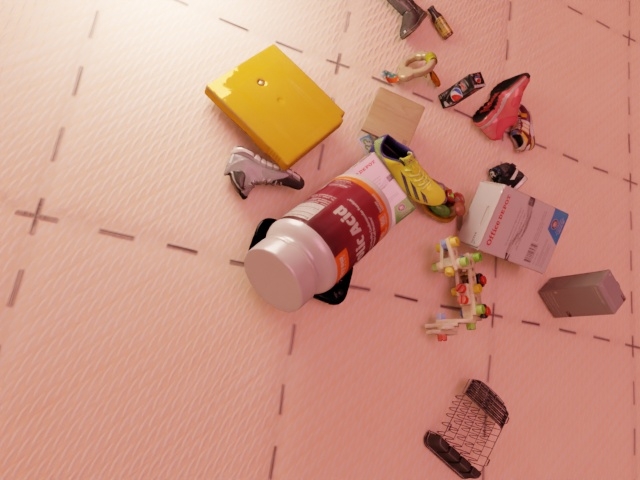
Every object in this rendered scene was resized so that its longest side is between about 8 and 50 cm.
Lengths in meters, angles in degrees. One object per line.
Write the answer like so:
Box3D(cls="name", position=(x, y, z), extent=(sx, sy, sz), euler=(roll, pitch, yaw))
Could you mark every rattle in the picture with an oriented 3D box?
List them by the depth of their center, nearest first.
Box3D(cls="rattle", position=(0.312, -0.558, 1.767), extent=(0.200, 0.142, 0.130), euler=(-40, 65, -10))

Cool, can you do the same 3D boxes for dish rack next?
Box3D(cls="dish rack", position=(0.468, 0.580, 1.593), extent=(0.208, 0.074, 0.271), euler=(44, 64, -12))

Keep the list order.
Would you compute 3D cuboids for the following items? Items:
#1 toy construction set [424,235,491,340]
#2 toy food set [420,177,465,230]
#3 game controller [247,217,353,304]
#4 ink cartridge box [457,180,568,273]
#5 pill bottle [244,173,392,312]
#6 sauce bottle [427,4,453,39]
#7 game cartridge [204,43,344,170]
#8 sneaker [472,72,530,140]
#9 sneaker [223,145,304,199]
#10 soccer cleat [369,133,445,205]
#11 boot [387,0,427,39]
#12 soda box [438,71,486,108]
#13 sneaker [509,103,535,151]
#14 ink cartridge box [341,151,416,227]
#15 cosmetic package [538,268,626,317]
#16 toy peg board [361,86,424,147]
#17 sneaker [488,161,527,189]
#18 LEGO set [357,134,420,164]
Box3D(cls="toy construction set", position=(0.436, 0.161, 1.614), extent=(0.215, 0.151, 0.327), euler=(17, 80, -46))
Box3D(cls="toy food set", position=(0.428, -0.129, 1.694), extent=(0.218, 0.071, 0.128), euler=(24, 69, -28))
Box3D(cls="game controller", position=(-0.053, 0.061, 1.458), extent=(0.319, 0.067, 0.166), euler=(26, 70, -18))
Box3D(cls="ink cartridge box", position=(0.645, -0.043, 1.716), extent=(0.308, 0.129, 0.223), euler=(18, 96, -24))
Box3D(cls="pill bottle", position=(0.000, 0.000, 1.349), extent=(0.392, 0.224, 0.224), euler=(-41, 98, -38))
Box3D(cls="sauce bottle", position=(0.435, -0.798, 1.864), extent=(0.042, 0.042, 0.128), euler=(-41, 96, -25))
Box3D(cls="game cartridge", position=(-0.122, -0.391, 1.481), extent=(0.323, 0.052, 0.285), euler=(46, 61, 2))
Box3D(cls="sneaker", position=(0.688, -0.493, 1.897), extent=(0.313, 0.116, 0.136), euler=(-49, 111, -17))
Box3D(cls="sneaker", position=(-0.168, -0.162, 1.449), extent=(0.229, 0.086, 0.132), euler=(24, 75, -8))
Box3D(cls="soccer cleat", position=(0.276, -0.214, 1.576), extent=(0.289, 0.121, 0.093), euler=(40, 65, -1))
Box3D(cls="boot", position=(0.265, -0.819, 1.772), extent=(0.208, 0.076, 0.189), euler=(45, 51, -18))
Box3D(cls="soda box", position=(0.485, -0.516, 1.759), extent=(0.060, 0.169, 0.053), euler=(-20, 88, -26))
Box3D(cls="sneaker", position=(0.749, -0.426, 1.918), extent=(0.084, 0.070, 0.185), euler=(-11, 84, -31))
Box3D(cls="ink cartridge box", position=(0.156, -0.134, 1.553), extent=(0.160, 0.092, 0.219), euler=(-38, 96, -5))
Box3D(cls="cosmetic package", position=(0.906, 0.189, 1.773), extent=(0.107, 0.238, 0.127), euler=(-36, 95, -26))
Box3D(cls="toy peg board", position=(0.229, -0.384, 1.658), extent=(0.161, 0.079, 0.160), euler=(24, 79, -2))
Box3D(cls="sneaker", position=(0.629, -0.195, 1.823), extent=(0.217, 0.079, 0.121), euler=(-41, 84, -21))
Box3D(cls="LEGO set", position=(0.252, -0.260, 1.668), extent=(0.183, 0.060, 0.244), euler=(-26, 92, -23))
